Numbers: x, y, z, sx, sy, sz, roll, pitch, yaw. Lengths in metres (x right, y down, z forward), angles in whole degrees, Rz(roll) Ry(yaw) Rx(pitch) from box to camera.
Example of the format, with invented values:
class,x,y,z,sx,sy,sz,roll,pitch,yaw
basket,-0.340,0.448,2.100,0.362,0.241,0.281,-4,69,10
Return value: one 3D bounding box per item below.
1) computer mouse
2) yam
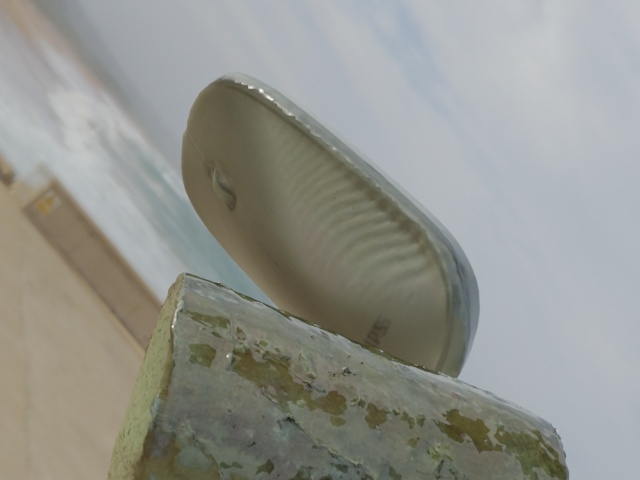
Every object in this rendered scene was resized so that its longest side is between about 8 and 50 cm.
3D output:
class,x,y,z,sx,sy,sz,roll,pitch,yaw
computer mouse,-0.005,0.002,1.089,0.331,0.095,0.197,41,-43,21
yam,0.001,0.130,0.765,0.268,0.161,0.161,21,9,-22
